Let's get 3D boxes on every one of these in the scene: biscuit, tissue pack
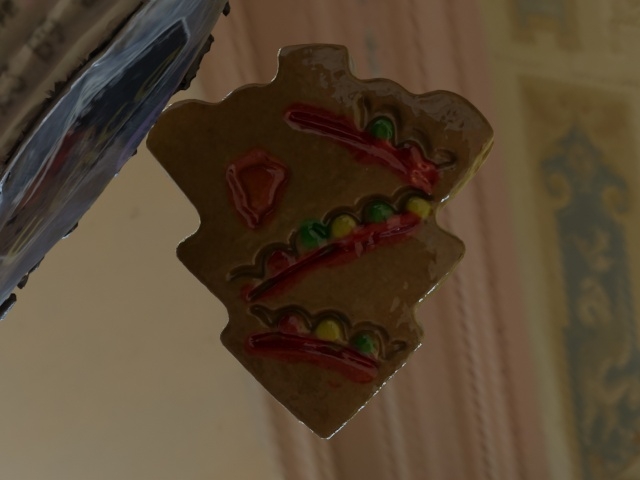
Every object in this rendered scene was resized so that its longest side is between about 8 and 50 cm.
[{"bbox_3d":[0.000,0.000,1.094,0.041,0.212,0.239,34,54,-84],"label":"biscuit"},{"bbox_3d":[-0.153,-0.074,0.903,0.122,0.259,0.361,37,-3,-4],"label":"tissue pack"}]
